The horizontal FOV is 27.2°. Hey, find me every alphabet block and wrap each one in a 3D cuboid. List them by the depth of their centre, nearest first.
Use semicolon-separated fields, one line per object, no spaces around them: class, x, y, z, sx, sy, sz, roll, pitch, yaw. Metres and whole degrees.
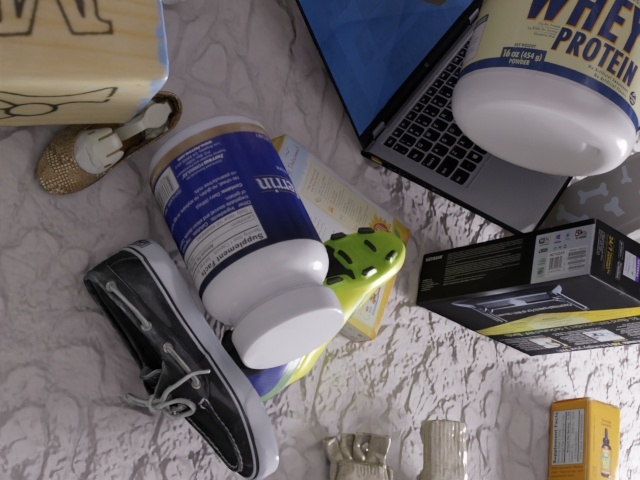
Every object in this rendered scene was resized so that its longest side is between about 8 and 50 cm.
alphabet block;-0.283;-0.231;1.385;0.197;0.192;0.193;-4;80;-23

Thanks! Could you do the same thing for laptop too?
laptop;0.212;-0.279;1.814;0.408;0.236;0.382;29;54;14

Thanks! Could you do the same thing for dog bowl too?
dog bowl;0.451;-0.051;1.918;0.349;0.349;0.102;-16;78;-42

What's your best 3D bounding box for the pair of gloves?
pair of gloves;0.105;0.340;1.717;0.240;0.042;0.204;-2;85;-38

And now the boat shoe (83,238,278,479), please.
boat shoe;-0.160;0.150;1.488;0.105;0.113;0.306;-33;99;-34

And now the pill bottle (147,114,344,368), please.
pill bottle;-0.082;0.002;1.503;0.153;0.153;0.264;-5;59;-41

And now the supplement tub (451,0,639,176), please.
supplement tub;0.318;-0.271;1.687;0.235;0.235;0.325;30;71;-32

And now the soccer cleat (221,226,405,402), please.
soccer cleat;-0.010;0.091;1.618;0.289;0.093;0.121;-39;144;-24

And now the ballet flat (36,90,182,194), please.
ballet flat;-0.236;-0.120;1.513;0.206;0.067;0.073;-43;110;-38

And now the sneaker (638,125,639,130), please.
sneaker;0.439;-0.263;1.886;0.145;0.090;0.270;49;56;-10

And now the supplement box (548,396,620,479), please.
supplement box;0.383;0.350;1.929;0.078;0.080;0.233;20;69;-37

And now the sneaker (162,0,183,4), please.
sneaker;-0.159;-0.388;1.641;0.126;0.091;0.240;48;46;-7

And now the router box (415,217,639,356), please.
router box;0.322;0.072;1.786;0.243;0.309;0.081;26;65;-35

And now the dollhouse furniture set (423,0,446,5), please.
dollhouse furniture set;0.079;-0.525;1.705;0.303;0.174;0.355;11;65;-32

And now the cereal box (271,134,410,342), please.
cereal box;0.000;0.000;1.700;0.240;0.047;0.173;37;60;-28
